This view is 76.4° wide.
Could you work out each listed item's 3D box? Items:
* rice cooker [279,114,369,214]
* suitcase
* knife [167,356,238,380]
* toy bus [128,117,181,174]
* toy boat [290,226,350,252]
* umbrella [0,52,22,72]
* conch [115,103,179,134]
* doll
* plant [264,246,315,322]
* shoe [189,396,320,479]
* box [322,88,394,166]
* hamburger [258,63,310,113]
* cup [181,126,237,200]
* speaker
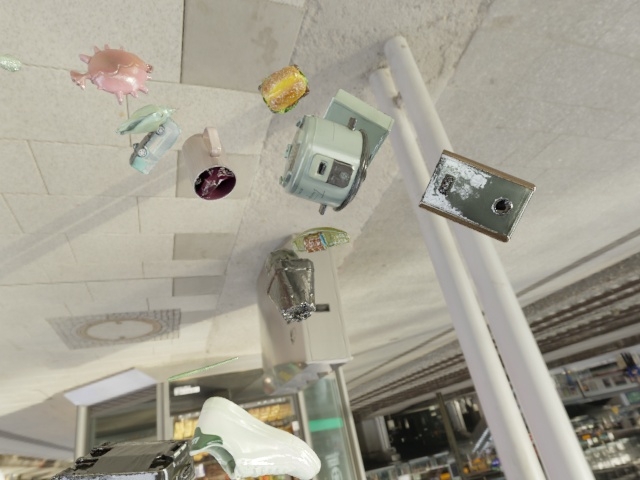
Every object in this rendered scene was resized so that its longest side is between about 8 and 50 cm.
[{"bbox_3d":[0.021,-0.212,1.130,0.226,0.241,0.281,16,105,-15],"label":"rice cooker"},{"bbox_3d":[-0.677,0.841,1.450,0.433,0.194,0.283,-7,176,5],"label":"suitcase"},{"bbox_3d":[-0.340,0.373,1.183,0.207,0.014,0.030,-14,173,-17],"label":"knife"},{"bbox_3d":[-0.698,-0.405,1.711,0.262,0.091,0.109,-49,131,1],"label":"toy bus"},{"bbox_3d":[0.000,0.000,1.134,0.172,0.066,0.065,-11,122,18],"label":"toy boat"},{"bbox_3d":[-1.003,-0.556,1.248,0.062,0.067,0.143,-9,-175,25],"label":"umbrella"},{"bbox_3d":[-0.450,-0.318,1.078,0.180,0.088,0.065,-38,140,-30],"label":"conch"},{"bbox_3d":[-0.688,-0.560,1.358,0.261,0.211,0.093,-33,-178,-30],"label":"doll"},{"bbox_3d":[-0.096,0.136,1.325,0.141,0.256,0.165,-2,139,-27],"label":"plant"},{"bbox_3d":[-0.126,0.408,0.769,0.264,0.110,0.095,34,129,-7],"label":"shoe"},{"bbox_3d":[0.109,-0.381,1.462,0.224,0.117,0.225,29,131,-4],"label":"box"},{"bbox_3d":[-0.121,-0.515,1.387,0.165,0.137,0.087,-30,-170,7],"label":"hamburger"},{"bbox_3d":[-0.537,-0.370,1.916,0.208,0.273,0.288,-23,149,-6],"label":"cup"},{"bbox_3d":[0.387,-0.114,1.037,0.230,0.153,0.192,25,-169,10],"label":"speaker"}]
